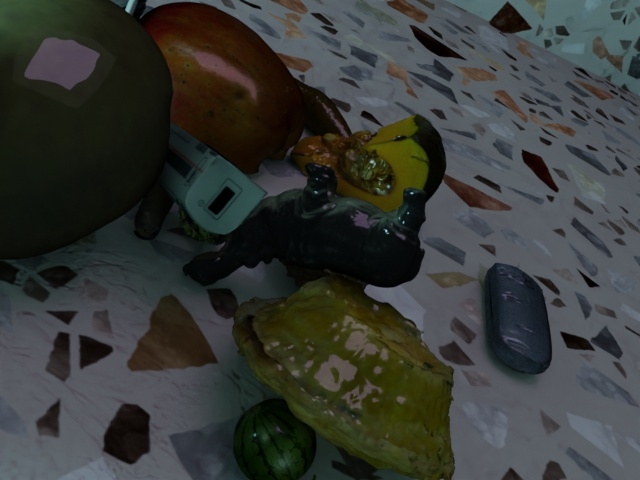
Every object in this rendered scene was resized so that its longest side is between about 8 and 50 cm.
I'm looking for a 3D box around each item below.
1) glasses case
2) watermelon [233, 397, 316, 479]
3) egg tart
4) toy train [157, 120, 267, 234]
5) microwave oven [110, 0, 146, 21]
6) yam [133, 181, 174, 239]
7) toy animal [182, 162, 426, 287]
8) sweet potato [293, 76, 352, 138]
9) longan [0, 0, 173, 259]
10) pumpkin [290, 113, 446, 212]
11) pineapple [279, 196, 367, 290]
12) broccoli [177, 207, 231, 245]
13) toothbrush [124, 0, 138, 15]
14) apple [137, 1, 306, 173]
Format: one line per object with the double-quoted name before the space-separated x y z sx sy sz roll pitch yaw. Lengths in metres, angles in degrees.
"glasses case" 0.345 0.132 1.512 0.109 0.067 0.282 25 29 -6
"watermelon" -0.052 0.235 0.979 0.109 0.109 0.109 22 31 -14
"egg tart" 0.051 0.152 1.056 0.345 0.132 0.345 36 10 -7
"toy train" -0.190 -0.104 1.210 0.086 0.088 0.407 37 0 -27
"microwave oven" -0.415 -0.392 1.520 0.122 0.162 0.208 36 27 -5
"yam" -0.241 -0.081 1.325 0.046 0.046 0.264 25 29 -11
"toy animal" -0.023 -0.021 1.179 0.343 0.168 0.106 0 3 14
"sweet potato" -0.045 -0.290 1.767 0.346 0.079 0.108 37 13 2
"longan" -0.350 -0.141 1.062 0.361 0.361 0.361 22 31 -14
"pumpkin" 0.102 -0.170 1.620 0.280 0.190 0.139 32 31 2
"pineapple" 0.000 0.000 1.313 0.193 0.166 0.166 43 32 24
"broccoli" -0.171 -0.041 1.281 0.095 0.092 0.097 5 46 -3
"toothbrush" -0.341 -0.269 1.395 0.040 0.040 0.386 21 55 -16
"apple" -0.206 -0.269 1.569 0.365 0.295 0.329 34 68 8
